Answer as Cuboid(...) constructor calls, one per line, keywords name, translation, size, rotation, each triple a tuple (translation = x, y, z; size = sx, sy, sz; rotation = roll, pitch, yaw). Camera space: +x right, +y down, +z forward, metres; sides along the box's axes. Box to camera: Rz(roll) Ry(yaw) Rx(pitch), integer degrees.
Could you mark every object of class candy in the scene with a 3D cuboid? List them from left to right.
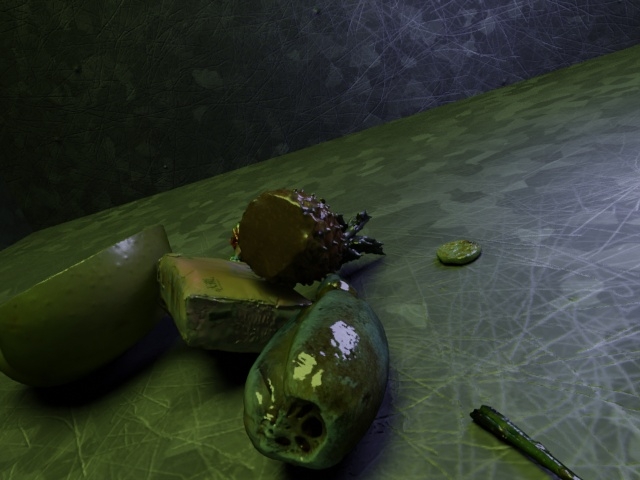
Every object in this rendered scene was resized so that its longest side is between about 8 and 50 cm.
Cuboid(name="candy", translation=(-0.213, 0.045, 1.206), size=(0.078, 0.084, 0.288), rotation=(-8, 29, 19))

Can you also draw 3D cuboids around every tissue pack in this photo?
Cuboid(name="tissue pack", translation=(-0.150, 0.106, 0.825), size=(0.215, 0.123, 0.256), rotation=(8, 8, -28))

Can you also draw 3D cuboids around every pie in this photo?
Cuboid(name="pie", translation=(0.251, 0.021, 0.901), size=(0.085, 0.017, 0.085), rotation=(-16, 20, 6))

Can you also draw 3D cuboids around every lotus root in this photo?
Cuboid(name="lotus root", translation=(0.013, 0.147, 0.626), size=(0.158, 0.140, 0.322), rotation=(-38, 6, 22))

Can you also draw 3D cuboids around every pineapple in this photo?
Cuboid(name="pineapple", translation=(-0.003, 0.002, 0.877), size=(0.165, 0.166, 0.364), rotation=(-12, -6, 20))

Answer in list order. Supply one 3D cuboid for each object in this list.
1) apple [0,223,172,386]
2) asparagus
Cuboid(name="apple", translation=(-0.443, 0.099, 0.946), size=(0.320, 0.312, 0.360), rotation=(24, 36, 26))
Cuboid(name="asparagus", translation=(0.216, 0.206, 0.439), size=(0.022, 0.023, 0.233), rotation=(-67, 26, 2))
